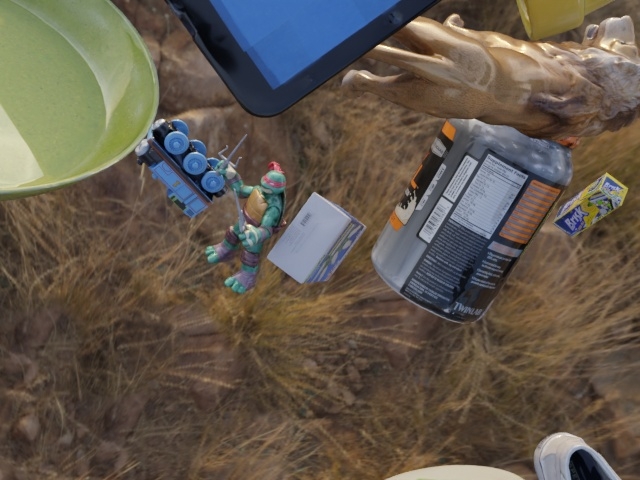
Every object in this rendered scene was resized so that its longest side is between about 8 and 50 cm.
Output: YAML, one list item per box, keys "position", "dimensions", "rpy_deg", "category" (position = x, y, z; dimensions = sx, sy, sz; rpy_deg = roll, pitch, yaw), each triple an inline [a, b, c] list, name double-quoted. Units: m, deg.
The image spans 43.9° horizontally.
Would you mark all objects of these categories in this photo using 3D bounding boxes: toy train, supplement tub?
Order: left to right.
- position: [-0.247, -0.130, 1.412]
  dimensions: [0.105, 0.080, 0.184]
  rpy_deg: [-35, 121, 11]
  category: "toy train"
- position: [0.223, -0.058, 1.129]
  dimensions: [0.194, 0.193, 0.315]
  rpy_deg: [27, 108, -9]
  category: "supplement tub"

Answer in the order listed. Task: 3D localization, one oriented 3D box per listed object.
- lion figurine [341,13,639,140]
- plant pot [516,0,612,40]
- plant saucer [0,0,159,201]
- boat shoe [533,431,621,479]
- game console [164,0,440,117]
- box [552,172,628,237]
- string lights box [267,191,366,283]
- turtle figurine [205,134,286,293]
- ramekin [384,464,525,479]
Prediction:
- position: [0.169, -0.170, 0.828]
  dimensions: [0.392, 0.142, 0.240]
  rpy_deg: [-16, 34, -40]
  category: "lion figurine"
- position: [0.416, -0.467, 1.234]
  dimensions: [0.239, 0.254, 0.253]
  rpy_deg: [-14, 75, 12]
  category: "plant pot"
- position: [-0.208, -0.101, 0.424]
  dimensions: [0.241, 0.037, 0.240]
  rpy_deg: [20, 40, -18]
  category: "plant saucer"
- position: [0.322, 0.339, 0.883]
  dimensions: [0.095, 0.084, 0.258]
  rpy_deg: [-31, 86, -7]
  category: "boat shoe"
- position: [-0.010, -0.263, 0.561]
  dimensions: [0.293, 0.250, 0.173]
  rpy_deg: [-35, 72, 8]
  category: "game console"
- position: [0.565, -0.072, 1.673]
  dimensions: [0.059, 0.169, 0.054]
  rpy_deg: [36, 60, -1]
  category: "box"
- position: [0.000, 0.000, 1.391]
  dimensions: [0.077, 0.260, 0.133]
  rpy_deg: [37, 94, 9]
  category: "string lights box"
- position: [-0.112, -0.040, 1.281]
  dimensions: [0.118, 0.234, 0.175]
  rpy_deg: [6, 35, -25]
  category: "turtle figurine"
- position: [0.200, 0.458, 1.221]
  dimensions: [0.304, 0.303, 0.148]
  rpy_deg: [-8, 92, -21]
  category: "ramekin"
